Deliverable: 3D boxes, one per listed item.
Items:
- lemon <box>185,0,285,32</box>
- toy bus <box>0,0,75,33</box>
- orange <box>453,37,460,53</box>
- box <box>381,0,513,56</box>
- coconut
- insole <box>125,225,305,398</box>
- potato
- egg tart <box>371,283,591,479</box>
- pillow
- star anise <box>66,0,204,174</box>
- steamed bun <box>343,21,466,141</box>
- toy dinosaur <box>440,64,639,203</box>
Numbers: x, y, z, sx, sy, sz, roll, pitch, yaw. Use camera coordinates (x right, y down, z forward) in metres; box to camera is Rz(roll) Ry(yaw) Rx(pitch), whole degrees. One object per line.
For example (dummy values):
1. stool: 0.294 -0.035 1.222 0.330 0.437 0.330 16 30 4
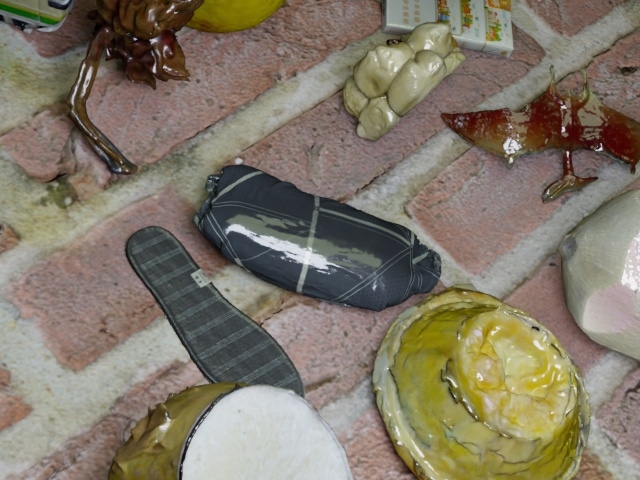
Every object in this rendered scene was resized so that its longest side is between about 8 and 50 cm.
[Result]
1. lemon: -0.158 -0.426 1.556 0.267 0.267 0.267 9 55 -14
2. toy bus: -0.469 -0.388 1.460 0.306 0.179 0.143 16 72 -8
3. orange: 0.178 -0.294 1.688 0.083 0.083 0.070 34 79 5
4. box: 0.209 -0.375 1.776 0.221 0.032 0.122 8 62 -13
5. coconut: 0.437 0.043 1.468 0.230 0.227 0.227 25 53 -9
6. insole: -0.135 0.100 1.358 0.110 0.012 0.309 -30 72 -31
7. potato: -0.101 0.296 1.144 0.247 0.196 0.299 -2 86 -36
8. egg tart: 0.218 0.182 1.360 0.315 0.120 0.314 10 56 -16
9. pillow: 0.000 0.000 1.422 0.335 0.092 0.161 20 50 -7
10. star anise: -0.248 -0.260 1.428 0.237 0.346 0.148 13 8 40
11. steamed bun: 0.117 -0.245 1.565 0.106 0.192 0.177 46 64 -5
12. toy dinosaur: 0.378 -0.169 1.679 0.327 0.113 0.206 -25 94 -20
